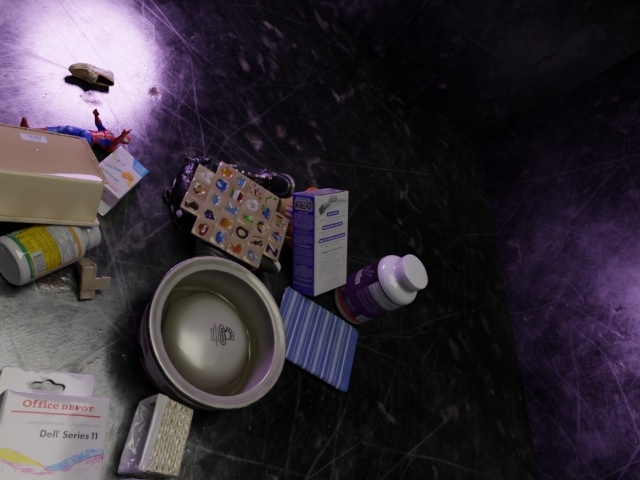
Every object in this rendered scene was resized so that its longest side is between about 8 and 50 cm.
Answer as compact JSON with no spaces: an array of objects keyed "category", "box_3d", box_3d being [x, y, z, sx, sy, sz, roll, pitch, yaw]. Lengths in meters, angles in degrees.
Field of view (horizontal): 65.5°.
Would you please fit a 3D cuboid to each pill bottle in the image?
[{"category":"pill bottle","box_3d":[-0.628,0.012,1.157,0.118,0.117,0.208,57,40,-1]},{"category":"pill bottle","box_3d":[0.213,0.168,1.763,0.181,0.323,0.182,26,49,-33]}]

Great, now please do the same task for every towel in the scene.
[{"category":"towel","box_3d":[-0.017,0.331,1.655,0.336,0.040,0.243,36,46,-22]}]

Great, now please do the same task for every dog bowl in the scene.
[{"category":"dog bowl","box_3d":[-0.294,0.256,1.320,0.407,0.150,0.408,26,48,-33]}]

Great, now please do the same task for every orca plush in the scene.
[{"category":"orca plush","box_3d":[-0.382,-0.165,1.538,0.151,0.102,0.287,36,44,-25]}]

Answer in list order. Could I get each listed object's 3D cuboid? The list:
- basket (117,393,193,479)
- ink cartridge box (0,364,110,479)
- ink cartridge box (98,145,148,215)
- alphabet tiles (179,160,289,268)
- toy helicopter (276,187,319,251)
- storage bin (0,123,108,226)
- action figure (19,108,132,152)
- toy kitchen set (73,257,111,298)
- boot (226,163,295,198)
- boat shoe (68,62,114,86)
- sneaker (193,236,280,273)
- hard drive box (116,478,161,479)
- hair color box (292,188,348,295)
[{"category":"basket","box_3d":[-0.372,0.454,1.139,0.103,0.113,0.167,32,46,-31]},{"category":"ink cartridge box","box_3d":[-0.546,0.417,0.977,0.207,0.119,0.354,20,53,-37]},{"category":"ink cartridge box","box_3d":[-0.574,-0.165,1.371,0.104,0.061,0.181,43,42,-16]},{"category":"alphabet tiles","box_3d":[-0.251,-0.081,1.524,0.342,0.011,0.285,32,51,-25]},{"category":"toy helicopter","box_3d":[-0.131,-0.047,1.734,0.354,0.140,0.235,-8,80,-37]},{"category":"storage bin","box_3d":[-0.668,-0.161,1.150,0.262,0.123,0.260,3,33,-43]},{"category":"action figure","box_3d":[-0.633,-0.302,1.344,0.280,0.139,0.092,-6,64,-50]},{"category":"toy kitchen set","box_3d":[-0.569,0.092,1.235,0.068,0.075,0.083,-1,106,-43]},{"category":"boot","box_3d":[-0.214,-0.199,1.672,0.178,0.236,0.085,2,106,-41]},{"category":"boat shoe","box_3d":[-0.679,-0.493,1.484,0.135,0.050,0.045,-5,64,-47]},{"category":"sneaker","box_3d":[-0.261,0.073,1.518,0.295,0.104,0.147,29,51,-25]},{"category":"hard drive box","box_3d":[-0.355,0.587,1.003,0.232,0.089,0.181,58,22,-58]},{"category":"hair color box","box_3d":[0.000,0.000,1.700,0.185,0.110,0.339,-15,111,-50]}]
